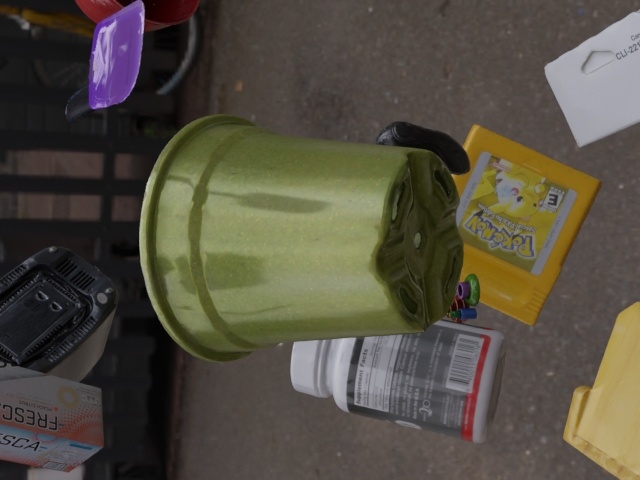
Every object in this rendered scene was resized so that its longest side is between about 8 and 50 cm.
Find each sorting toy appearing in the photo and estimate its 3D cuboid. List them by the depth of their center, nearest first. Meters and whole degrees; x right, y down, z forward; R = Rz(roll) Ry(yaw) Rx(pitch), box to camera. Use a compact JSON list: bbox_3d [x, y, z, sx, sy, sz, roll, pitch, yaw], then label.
[{"bbox_3d":[0.217,0.097,1.428,0.102,0.042,0.061,103,162,-49],"label":"sorting toy"}]

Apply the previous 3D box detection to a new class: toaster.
[{"bbox_3d":[-0.346,0.126,1.086,0.129,0.227,0.146,33,140,10],"label":"toaster"}]

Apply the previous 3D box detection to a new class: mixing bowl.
[{"bbox_3d":[-0.255,-0.336,1.172,0.098,0.181,0.181,-26,66,40],"label":"mixing bowl"}]

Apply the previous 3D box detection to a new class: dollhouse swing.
[{"bbox_3d":[0.667,0.331,1.637,0.304,0.315,0.347,-59,23,0],"label":"dollhouse swing"}]

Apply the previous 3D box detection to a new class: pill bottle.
[{"bbox_3d":[0.113,0.182,1.310,0.161,0.283,0.161,10,-90,-73],"label":"pill bottle"}]

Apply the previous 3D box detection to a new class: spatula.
[{"bbox_3d":[-0.212,-0.147,0.865,0.296,0.030,0.084,170,105,-67],"label":"spatula"}]

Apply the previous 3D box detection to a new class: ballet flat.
[{"bbox_3d":[0.159,-0.139,1.379,0.049,0.173,0.057,-25,54,49],"label":"ballet flat"}]

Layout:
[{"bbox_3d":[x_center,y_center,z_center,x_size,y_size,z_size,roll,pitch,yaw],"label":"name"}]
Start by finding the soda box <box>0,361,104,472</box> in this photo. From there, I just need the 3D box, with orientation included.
[{"bbox_3d":[-0.276,0.144,0.776,0.058,0.183,0.063,-38,47,27],"label":"soda box"}]

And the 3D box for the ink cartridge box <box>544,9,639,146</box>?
[{"bbox_3d":[0.437,-0.226,1.079,0.114,0.273,0.197,67,158,1],"label":"ink cartridge box"}]

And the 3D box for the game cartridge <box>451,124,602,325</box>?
[{"bbox_3d":[0.369,-0.031,1.838,0.053,0.285,0.323,26,-91,-86],"label":"game cartridge"}]

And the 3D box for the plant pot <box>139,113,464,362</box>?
[{"bbox_3d":[0.000,0.000,0.950,0.254,0.276,0.275,2,92,33],"label":"plant pot"}]
